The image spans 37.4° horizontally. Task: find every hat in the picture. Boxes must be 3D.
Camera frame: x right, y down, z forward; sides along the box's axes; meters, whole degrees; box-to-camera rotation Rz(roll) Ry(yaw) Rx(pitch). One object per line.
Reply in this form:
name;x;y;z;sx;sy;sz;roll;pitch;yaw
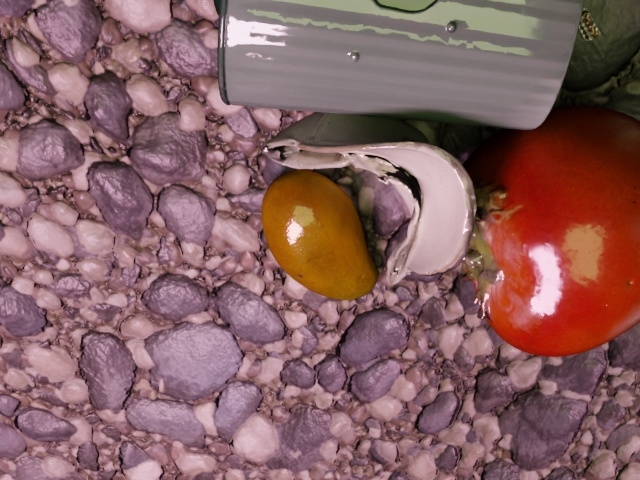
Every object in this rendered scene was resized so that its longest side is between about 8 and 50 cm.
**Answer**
hat;0.096;-0.089;1.171;0.258;0.301;0.168;45;72;-17

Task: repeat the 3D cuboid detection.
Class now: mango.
mango;0.000;0.000;1.341;0.136;0.099;0.227;-32;118;8

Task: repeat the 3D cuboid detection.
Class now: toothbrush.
toothbrush;0.268;-0.398;1.186;0.025;0.030;0.342;-30;108;10

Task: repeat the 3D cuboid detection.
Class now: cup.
cup;0.085;-0.325;1.067;0.392;0.310;0.401;9;113;0

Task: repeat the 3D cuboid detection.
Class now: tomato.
tomato;0.324;-0.018;1.206;0.321;0.321;0.322;1;114;2
